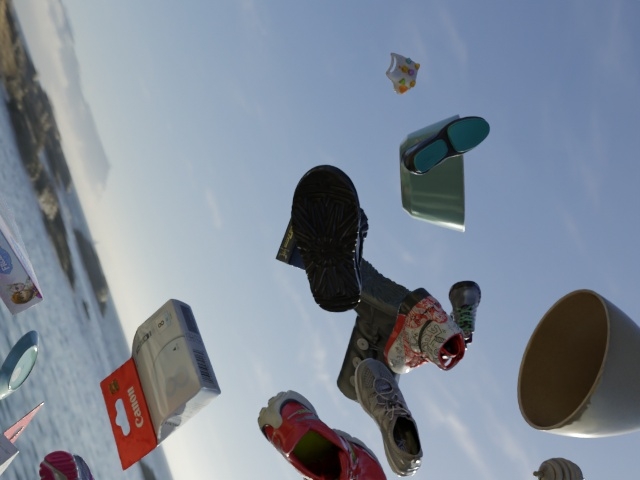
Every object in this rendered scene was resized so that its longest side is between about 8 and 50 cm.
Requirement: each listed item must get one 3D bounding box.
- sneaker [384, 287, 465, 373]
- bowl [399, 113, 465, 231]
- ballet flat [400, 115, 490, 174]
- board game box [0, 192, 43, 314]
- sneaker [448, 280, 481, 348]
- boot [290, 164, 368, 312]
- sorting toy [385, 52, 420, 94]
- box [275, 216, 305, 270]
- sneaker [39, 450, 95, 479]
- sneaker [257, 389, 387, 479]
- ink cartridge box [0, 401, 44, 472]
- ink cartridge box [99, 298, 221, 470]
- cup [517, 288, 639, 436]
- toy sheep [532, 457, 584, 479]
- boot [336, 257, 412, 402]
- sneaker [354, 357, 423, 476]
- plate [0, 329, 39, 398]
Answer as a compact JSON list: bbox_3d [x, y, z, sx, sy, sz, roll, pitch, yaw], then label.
[{"bbox_3d":[0.217,0.232,1.755,0.145,0.090,0.270,48,-32,32],"label":"sneaker"},{"bbox_3d":[0.293,-0.173,2.233,0.311,0.163,0.311,-3,90,-84],"label":"bowl"},{"bbox_3d":[0.239,-0.190,1.663,0.074,0.203,0.074,46,-26,30],"label":"ballet flat"},{"bbox_3d":[-0.623,-0.075,1.520,0.318,0.066,0.318,50,-18,46],"label":"board game box"},{"bbox_3d":[0.374,0.189,2.148,0.223,0.083,0.098,76,7,-55],"label":"sneaker"},{"bbox_3d":[0.025,-0.055,1.717,0.260,0.131,0.347,-79,169,-51],"label":"boot"},{"bbox_3d":[0.171,-0.368,1.826,0.045,0.075,0.083,4,-103,49],"label":"sorting toy"},{"bbox_3d":[0.000,0.000,2.316,0.059,0.233,0.183,21,-91,44],"label":"box"},{"bbox_3d":[-0.507,0.557,1.767,0.111,0.103,0.252,21,61,-82],"label":"sneaker"},{"bbox_3d":[0.014,0.336,1.252,0.279,0.107,0.118,43,-2,-33],"label":"sneaker"},{"bbox_3d":[-0.722,0.494,1.863,0.060,0.239,0.275,48,-47,3],"label":"ink cartridge box"},{"bbox_3d":[-0.470,0.391,2.305,0.091,0.385,0.308,32,24,-49],"label":"ink cartridge box"},{"bbox_3d":[0.632,0.303,1.885,0.331,0.237,0.331,-157,-90,-78],"label":"cup"},{"bbox_3d":[0.486,0.487,1.729,0.091,0.132,0.091,-27,-123,51],"label":"toy sheep"},{"bbox_3d":[0.116,0.292,2.693,0.367,0.146,0.445,35,-44,34],"label":"boot"},{"bbox_3d":[0.172,0.392,1.938,0.281,0.105,0.115,64,-24,19],"label":"sneaker"},{"bbox_3d":[-0.752,0.315,2.120,0.024,0.188,0.188,24,-24,4],"label":"plate"}]
